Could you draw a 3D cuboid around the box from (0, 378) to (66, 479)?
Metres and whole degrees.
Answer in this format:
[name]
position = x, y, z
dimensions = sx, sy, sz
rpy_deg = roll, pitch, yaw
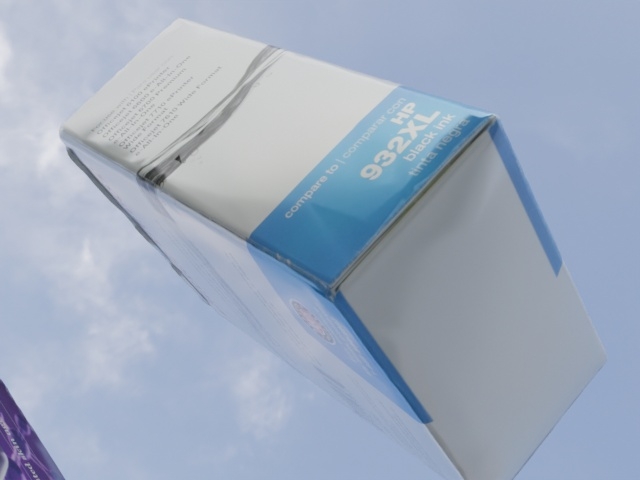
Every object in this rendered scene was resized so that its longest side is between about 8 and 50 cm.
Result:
[box]
position = -0.157, 0.152, 0.357
dimensions = 0.108, 0.207, 0.153
rpy_deg = -32, -90, 0

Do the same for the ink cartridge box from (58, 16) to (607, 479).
[ink cartridge box]
position = 0.000, 0.000, 0.630
dimensions = 0.129, 0.307, 0.223
rpy_deg = -47, -48, -13
